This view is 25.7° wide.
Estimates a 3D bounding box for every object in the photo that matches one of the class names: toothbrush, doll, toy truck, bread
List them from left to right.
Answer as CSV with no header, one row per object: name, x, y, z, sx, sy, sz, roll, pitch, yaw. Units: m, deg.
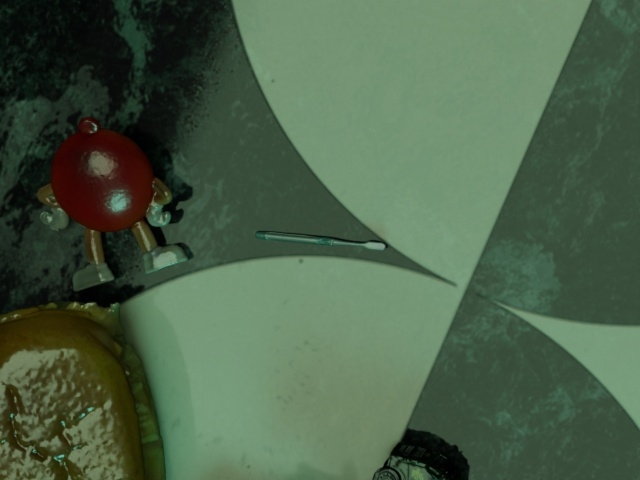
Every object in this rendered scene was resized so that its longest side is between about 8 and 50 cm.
bread,-0.321,0.271,1.740,0.236,0.183,0.389,-11,91,9
doll,-0.272,-0.052,1.760,0.183,0.085,0.217,-14,109,13
toothbrush,0.000,0.000,1.748,0.167,0.014,0.011,5,97,12
toy truck,0.105,0.385,1.722,0.121,0.088,0.259,15,98,10
